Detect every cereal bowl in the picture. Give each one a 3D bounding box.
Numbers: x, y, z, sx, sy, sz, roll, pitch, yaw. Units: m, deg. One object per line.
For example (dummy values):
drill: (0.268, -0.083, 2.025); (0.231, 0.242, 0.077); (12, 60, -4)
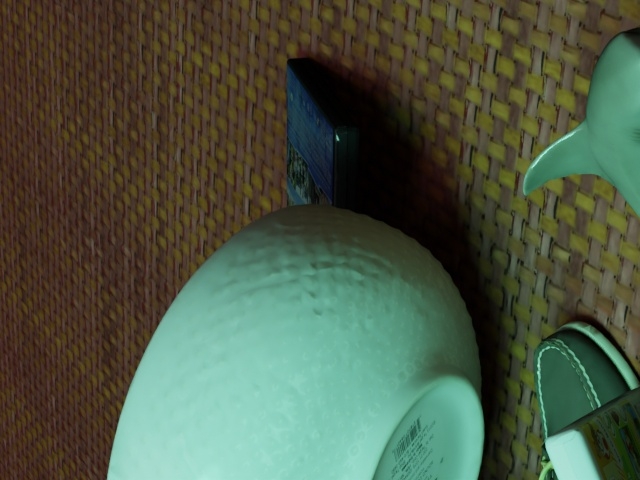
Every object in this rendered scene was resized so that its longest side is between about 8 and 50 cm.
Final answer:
cereal bowl: (0.013, 0.151, 1.139); (0.141, 0.339, 0.339); (17, 119, 33)

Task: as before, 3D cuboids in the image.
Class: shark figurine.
shark figurine: (0.183, -0.020, 0.964); (0.166, 0.116, 0.278); (-93, -18, -56)

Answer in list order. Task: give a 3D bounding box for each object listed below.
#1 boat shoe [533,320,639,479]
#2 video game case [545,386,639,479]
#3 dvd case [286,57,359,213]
boat shoe: (0.187, 0.167, 1.093); (0.081, 0.068, 0.228); (-31, 76, 58)
video game case: (0.207, 0.204, 0.962); (0.026, 0.206, 0.227); (-23, 83, 22)
dvd case: (0.000, 0.000, 1.314); (0.180, 0.022, 0.253); (-120, 28, -64)
